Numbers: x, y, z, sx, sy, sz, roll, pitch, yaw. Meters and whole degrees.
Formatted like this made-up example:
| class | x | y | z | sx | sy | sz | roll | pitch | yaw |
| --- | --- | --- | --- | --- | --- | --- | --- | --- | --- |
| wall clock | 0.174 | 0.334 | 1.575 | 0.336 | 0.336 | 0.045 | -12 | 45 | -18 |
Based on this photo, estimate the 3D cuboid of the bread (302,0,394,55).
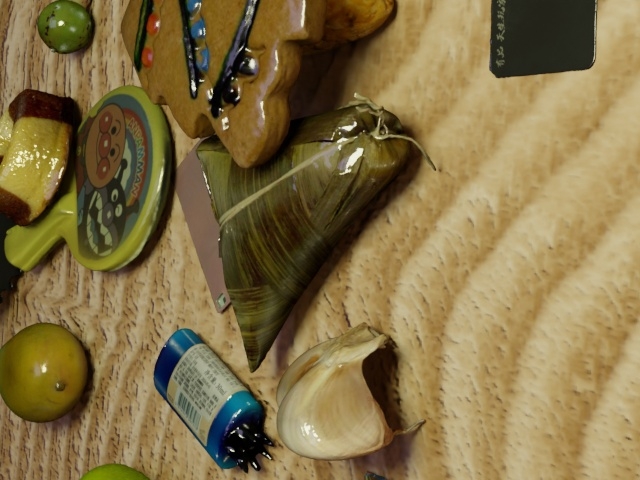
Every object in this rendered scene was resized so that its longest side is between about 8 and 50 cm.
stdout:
| class | x | y | z | sx | sy | sz | roll | pitch | yaw |
| --- | --- | --- | --- | --- | --- | --- | --- | --- | --- |
| bread | -0.031 | -0.226 | 1.186 | 0.211 | 0.114 | 0.083 | -9 | 67 | 50 |

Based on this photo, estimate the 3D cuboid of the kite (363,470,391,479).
| class | x | y | z | sx | sy | sz | roll | pitch | yaw |
| --- | --- | --- | --- | --- | --- | --- | --- | --- | --- |
| kite | 0.070 | 0.284 | 1.135 | 0.183 | 0.010 | 0.160 | -45 | 57 | 39 |

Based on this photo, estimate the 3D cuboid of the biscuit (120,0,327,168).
| class | x | y | z | sx | sy | sz | roll | pitch | yaw |
| --- | --- | --- | --- | --- | --- | --- | --- | --- | --- |
| biscuit | -0.105 | -0.202 | 1.154 | 0.301 | 0.043 | 0.278 | 0 | 89 | 49 |

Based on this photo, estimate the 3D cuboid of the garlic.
| class | x | y | z | sx | sy | sz | roll | pitch | yaw |
| --- | --- | --- | --- | --- | --- | --- | --- | --- | --- |
| garlic | 0.015 | 0.145 | 1.128 | 0.099 | 0.124 | 0.174 | 65 | 173 | -10 |

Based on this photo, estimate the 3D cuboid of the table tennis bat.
| class | x | y | z | sx | sy | sz | roll | pitch | yaw |
| --- | --- | --- | --- | --- | --- | --- | --- | --- | --- |
| table tennis bat | -0.293 | -0.052 | 1.534 | 0.369 | 0.054 | 0.224 | -29 | 61 | 44 |

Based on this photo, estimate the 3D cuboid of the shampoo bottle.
| class | x | y | z | sx | sy | sz | roll | pitch | yaw |
| --- | --- | --- | --- | --- | --- | --- | --- | --- | --- |
| shampoo bottle | -0.114 | 0.175 | 1.321 | 0.183 | 0.050 | 0.087 | 42 | 118 | 42 |

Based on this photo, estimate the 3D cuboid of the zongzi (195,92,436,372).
| class | x | y | z | sx | sy | sz | roll | pitch | yaw |
| --- | --- | --- | --- | --- | --- | --- | --- | --- | --- |
| zongzi | 0.000 | 0.000 | 1.155 | 0.248 | 0.111 | 0.241 | -8 | 90 | 47 |

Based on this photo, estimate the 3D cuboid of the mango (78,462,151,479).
| class | x | y | z | sx | sy | sz | roll | pitch | yaw |
| --- | --- | --- | --- | --- | --- | --- | --- | --- | --- |
| mango | -0.207 | 0.360 | 1.368 | 0.293 | 0.143 | 0.175 | 53 | 134 | 48 |

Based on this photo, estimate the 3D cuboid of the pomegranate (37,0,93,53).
| class | x | y | z | sx | sy | sz | roll | pitch | yaw |
| --- | --- | --- | --- | --- | --- | --- | --- | --- | --- |
| pomegranate | -0.318 | -0.275 | 1.562 | 0.073 | 0.073 | 0.084 | -38 | 24 | 43 |

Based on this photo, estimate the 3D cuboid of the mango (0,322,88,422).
| class | x | y | z | sx | sy | sz | roll | pitch | yaw |
| --- | --- | --- | --- | --- | --- | --- | --- | --- | --- |
| mango | -0.361 | 0.166 | 1.582 | 0.195 | 0.092 | 0.130 | 10 | 99 | 54 |

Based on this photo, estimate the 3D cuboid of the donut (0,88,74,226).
| class | x | y | z | sx | sy | sz | roll | pitch | yaw |
| --- | --- | --- | --- | --- | --- | --- | --- | --- | --- |
| donut | -0.374 | -0.110 | 1.571 | 0.166 | 0.073 | 0.184 | -38 | 38 | 44 |

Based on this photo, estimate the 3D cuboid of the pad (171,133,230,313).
| class | x | y | z | sx | sy | sz | roll | pitch | yaw |
| --- | --- | --- | --- | --- | --- | --- | --- | --- | --- |
| pad | -0.111 | -0.028 | 1.356 | 0.113 | 0.006 | 0.187 | -47 | 54 | 40 |

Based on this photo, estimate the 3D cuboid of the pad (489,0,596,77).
| class | x | y | z | sx | sy | sz | roll | pitch | yaw |
| --- | --- | --- | --- | --- | --- | --- | --- | --- | --- |
| pad | 0.181 | -0.214 | 1.015 | 0.112 | 0.003 | 0.157 | 2 | 91 | 50 |

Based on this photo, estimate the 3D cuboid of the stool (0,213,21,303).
| class | x | y | z | sx | sy | sz | roll | pitch | yaw |
| --- | --- | --- | --- | --- | --- | --- | --- | --- | --- |
| stool | -0.606 | -0.044 | 1.734 | 0.330 | 0.297 | 0.297 | 23 | 107 | 52 |
